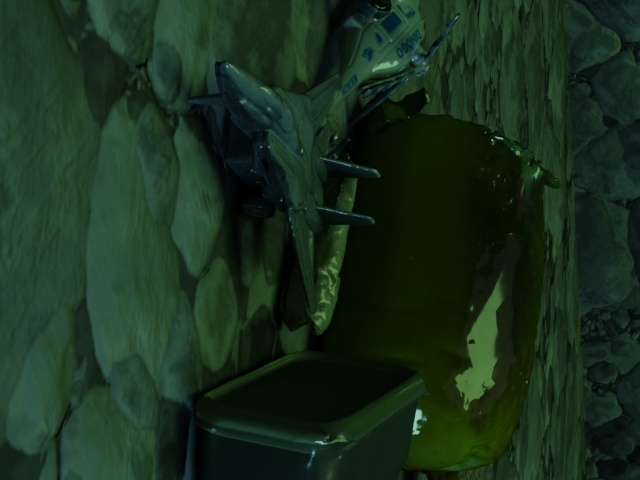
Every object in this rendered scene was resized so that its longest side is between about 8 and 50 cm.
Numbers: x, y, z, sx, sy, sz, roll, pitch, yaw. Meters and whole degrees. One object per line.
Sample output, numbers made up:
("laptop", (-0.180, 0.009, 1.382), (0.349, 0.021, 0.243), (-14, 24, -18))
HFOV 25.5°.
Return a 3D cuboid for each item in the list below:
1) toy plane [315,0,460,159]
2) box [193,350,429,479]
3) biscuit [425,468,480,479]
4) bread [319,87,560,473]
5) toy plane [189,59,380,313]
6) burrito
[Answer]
("toy plane", (0.032, -0.166, 1.353), (0.273, 0.107, 0.182), (-47, -174, -28))
("box", (-0.013, 0.198, 1.141), (0.274, 0.138, 0.178), (-10, 108, -70))
("biscuit", (0.182, 0.166, 1.831), (0.094, 0.054, 0.378), (58, 34, -51))
("bread", (0.119, 0.057, 1.441), (0.251, 0.208, 0.376), (55, 44, -56))
("toy plane", (-0.041, -0.075, 1.086), (0.267, 0.088, 0.212), (40, 53, -59))
("burrito", (0.001, 0.001, 1.275), (0.045, 0.058, 0.188), (37, 54, -39))
